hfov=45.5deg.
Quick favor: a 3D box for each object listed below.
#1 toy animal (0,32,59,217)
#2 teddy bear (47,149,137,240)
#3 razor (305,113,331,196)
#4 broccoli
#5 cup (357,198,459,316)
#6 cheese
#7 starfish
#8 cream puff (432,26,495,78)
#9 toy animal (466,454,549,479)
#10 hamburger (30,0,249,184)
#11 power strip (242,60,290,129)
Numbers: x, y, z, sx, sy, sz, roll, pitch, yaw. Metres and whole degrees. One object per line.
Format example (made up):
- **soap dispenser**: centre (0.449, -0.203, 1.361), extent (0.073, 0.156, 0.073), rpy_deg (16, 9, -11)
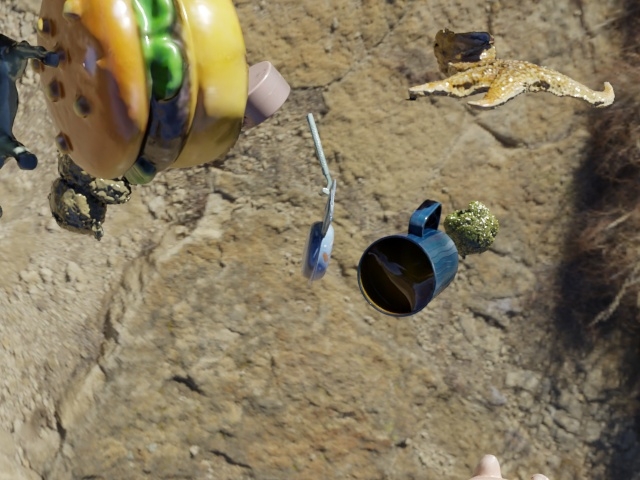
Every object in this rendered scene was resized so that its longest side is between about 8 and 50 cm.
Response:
- **toy animal**: centre (-0.368, -0.123, 0.847), extent (0.089, 0.170, 0.255), rpy_deg (0, 122, -44)
- **teddy bear**: centre (-0.537, -0.132, 1.763), extent (0.156, 0.267, 0.256), rpy_deg (-13, 128, -52)
- **razor**: centre (-0.003, -0.215, 1.917), extent (0.035, 0.084, 0.211), rpy_deg (-10, 91, -10)
- **broccoli**: centre (0.352, -0.027, 1.786), extent (0.130, 0.120, 0.131), rpy_deg (-38, 115, 24)
- **cup**: centre (0.143, 0.028, 1.097), extent (0.113, 0.150, 0.138), rpy_deg (48, 25, 10)
- **cheese**: centre (0.000, 0.000, 1.527), extent (0.052, 0.245, 0.135), rpy_deg (11, 46, -6)
- **starfish**: centre (0.258, -0.237, 1.120), extent (0.302, 0.299, 0.060), rpy_deg (-20, 123, -43)
- **cream puff**: centre (0.280, -0.359, 1.482), extent (0.133, 0.119, 0.104), rpy_deg (-15, 108, -69)
- **toy animal**: centre (0.158, 0.396, 0.867), extent (0.256, 0.195, 0.213), rpy_deg (-13, 110, -39)
- **hamburger**: centre (-0.323, -0.284, 1.301), extent (0.277, 0.395, 0.396), rpy_deg (-13, 97, -35)
- **power strip**: centre (-0.148, -0.320, 1.688), extent (0.154, 0.154, 0.078), rpy_deg (-51, 121, -17)
